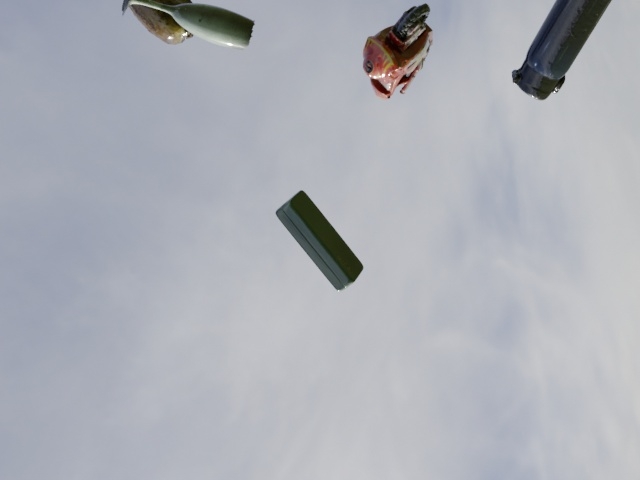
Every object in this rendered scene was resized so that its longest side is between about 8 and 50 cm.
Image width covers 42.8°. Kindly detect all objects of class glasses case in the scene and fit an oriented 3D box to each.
[{"bbox_3d":[0.000,0.000,1.447,0.184,0.039,0.078,51,-153,-5],"label":"glasses case"}]

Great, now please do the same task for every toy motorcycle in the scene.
[{"bbox_3d":[0.156,-0.376,1.638,0.089,0.171,0.298,41,180,9],"label":"toy motorcycle"}]

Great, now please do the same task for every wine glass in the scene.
[{"bbox_3d":[-0.204,-0.346,1.266,0.198,0.066,0.066,13,-116,-22],"label":"wine glass"}]

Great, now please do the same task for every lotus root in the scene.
[{"bbox_3d":[-0.309,-0.442,1.511,0.190,0.094,0.108,39,-172,1],"label":"lotus root"}]

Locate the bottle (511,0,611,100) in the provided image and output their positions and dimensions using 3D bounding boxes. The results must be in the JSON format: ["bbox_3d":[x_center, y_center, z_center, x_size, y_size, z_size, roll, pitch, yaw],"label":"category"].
[{"bbox_3d":[0.377,-0.324,1.233,0.082,0.244,0.072,18,-139,-10],"label":"bottle"}]
